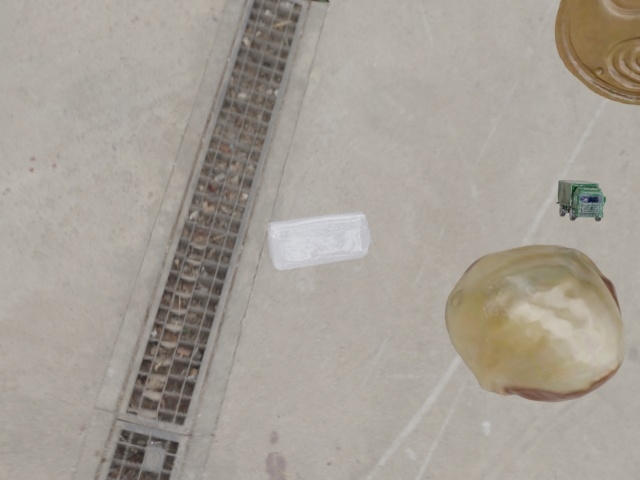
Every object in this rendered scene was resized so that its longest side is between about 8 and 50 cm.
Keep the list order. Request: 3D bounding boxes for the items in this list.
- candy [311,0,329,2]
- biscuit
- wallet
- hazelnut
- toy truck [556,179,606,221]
[{"bbox_3d":[-0.063,-0.305,0.796,0.078,0.288,0.084,1,98,-33],"label":"candy"},{"bbox_3d":[0.405,-0.242,0.745,0.289,0.201,0.044,9,36,31],"label":"biscuit"},{"bbox_3d":[0.000,0.000,1.246,0.190,0.033,0.095,-7,112,-7],"label":"wallet"},{"bbox_3d":[0.312,0.124,1.014,0.261,0.261,0.241,27,113,-5],"label":"hazelnut"},{"bbox_3d":[0.546,-0.083,1.435,0.065,0.147,0.079,2,100,5],"label":"toy truck"}]
